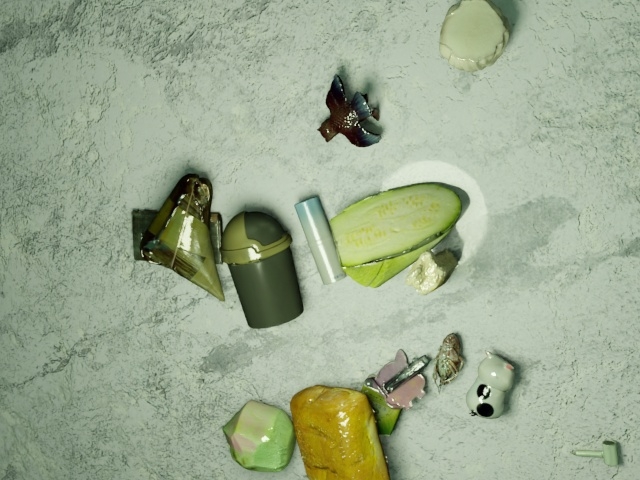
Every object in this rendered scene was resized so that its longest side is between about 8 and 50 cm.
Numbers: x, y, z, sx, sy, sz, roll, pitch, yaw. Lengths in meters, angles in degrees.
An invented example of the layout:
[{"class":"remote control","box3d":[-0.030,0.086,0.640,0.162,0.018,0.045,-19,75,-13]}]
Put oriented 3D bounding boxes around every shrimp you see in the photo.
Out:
[{"class":"shrimp","box3d":[0.356,0.351,1.861,0.075,0.073,0.190,35,119,44]}]

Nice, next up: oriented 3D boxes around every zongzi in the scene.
[{"class":"zongzi","box3d":[-0.344,-0.010,1.972,0.317,0.154,0.289,34,102,-8]}]

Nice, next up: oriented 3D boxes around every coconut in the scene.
[{"class":"coconut","box3d":[-0.196,0.608,2.042,0.235,0.236,0.205,7,69,18]}]

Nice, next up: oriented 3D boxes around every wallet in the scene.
[{"class":"wallet","box3d":[-0.456,-0.010,2.087,0.316,0.044,0.169,3,99,17]}]

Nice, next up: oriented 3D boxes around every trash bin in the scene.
[{"class":"trash bin","box3d":[-0.171,0.073,1.917,0.214,0.214,0.334,-12,101,21]}]

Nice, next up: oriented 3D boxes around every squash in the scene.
[{"class":"squash","box3d":[0.213,-0.041,1.750,0.210,0.234,0.309,30,123,-33]}]

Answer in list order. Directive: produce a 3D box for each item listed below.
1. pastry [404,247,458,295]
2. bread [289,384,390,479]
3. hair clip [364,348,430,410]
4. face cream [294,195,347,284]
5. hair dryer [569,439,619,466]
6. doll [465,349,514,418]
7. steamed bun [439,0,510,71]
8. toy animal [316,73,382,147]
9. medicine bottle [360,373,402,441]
[{"class":"pastry","box3d":[0.297,0.078,1.734,0.089,0.258,0.121,34,100,14]},{"class":"bread","box3d":[0.031,0.594,1.920,0.328,0.148,0.337,-6,98,52]},{"class":"hair clip","box3d":[0.238,0.399,1.884,0.187,0.056,0.146,-40,73,-9]},{"class":"face cream","box3d":[0.000,0.000,1.912,0.077,0.077,0.250,-18,95,22]},{"class":"hair dryer","box3d":[0.745,0.577,1.796,0.124,0.038,0.063,-6,97,28]},{"class":"doll","box3d":[0.472,0.402,1.815,0.110,0.107,0.181,28,104,34]},{"class":"steamed bun","box3d":[0.389,-0.516,1.655,0.182,0.106,0.183,3,102,15]},{"class":"toy animal","box3d":[0.063,-0.335,1.800,0.179,0.116,0.218,-32,96,21]},{"class":"medicine bottle","box3d":[0.167,0.513,1.953,0.132,0.088,0.189,22,107,12]}]
